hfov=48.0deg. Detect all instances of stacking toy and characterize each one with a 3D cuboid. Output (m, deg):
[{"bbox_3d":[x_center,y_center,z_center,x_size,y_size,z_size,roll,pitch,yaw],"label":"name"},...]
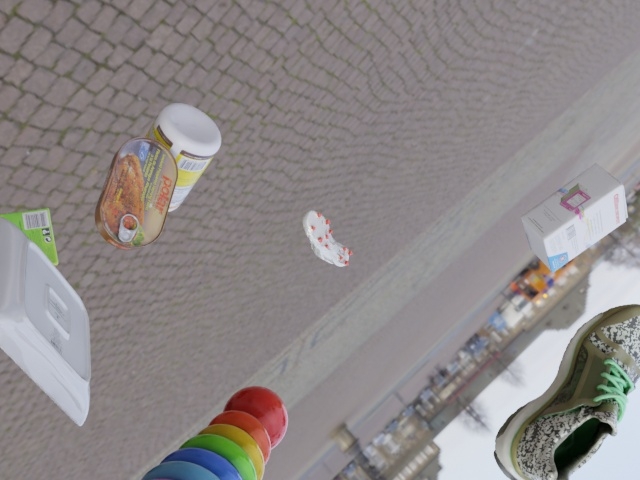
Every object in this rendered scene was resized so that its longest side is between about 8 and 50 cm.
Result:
[{"bbox_3d":[-0.126,0.279,0.853,0.141,0.141,0.330,-50,178,22],"label":"stacking toy"}]

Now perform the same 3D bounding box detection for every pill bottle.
[{"bbox_3d":[-0.273,-0.132,1.276,0.215,0.117,0.117,-47,166,34],"label":"pill bottle"}]

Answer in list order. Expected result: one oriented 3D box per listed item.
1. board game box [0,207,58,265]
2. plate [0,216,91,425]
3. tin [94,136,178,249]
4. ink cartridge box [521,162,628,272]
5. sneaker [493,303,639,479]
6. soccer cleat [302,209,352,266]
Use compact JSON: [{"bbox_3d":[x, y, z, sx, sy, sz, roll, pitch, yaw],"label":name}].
[{"bbox_3d":[-0.689,0.012,1.488,0.259,0.124,0.039,-9,174,-25],"label":"board game box"},{"bbox_3d":[-0.451,0.125,1.186,0.045,0.278,0.277,-23,131,-1],"label":"plate"},{"bbox_3d":[-0.290,-0.074,1.139,0.040,0.106,0.190,-27,-135,53],"label":"tin"},{"bbox_3d":[0.332,-0.029,0.935,0.122,0.052,0.088,-34,141,2],"label":"ink cartridge box"},{"bbox_3d":[0.501,0.294,1.287,0.410,0.158,0.182,-50,-168,-6],"label":"sneaker"},{"bbox_3d":[0.000,0.000,1.626,0.196,0.076,0.068,50,56,-44],"label":"soccer cleat"}]
